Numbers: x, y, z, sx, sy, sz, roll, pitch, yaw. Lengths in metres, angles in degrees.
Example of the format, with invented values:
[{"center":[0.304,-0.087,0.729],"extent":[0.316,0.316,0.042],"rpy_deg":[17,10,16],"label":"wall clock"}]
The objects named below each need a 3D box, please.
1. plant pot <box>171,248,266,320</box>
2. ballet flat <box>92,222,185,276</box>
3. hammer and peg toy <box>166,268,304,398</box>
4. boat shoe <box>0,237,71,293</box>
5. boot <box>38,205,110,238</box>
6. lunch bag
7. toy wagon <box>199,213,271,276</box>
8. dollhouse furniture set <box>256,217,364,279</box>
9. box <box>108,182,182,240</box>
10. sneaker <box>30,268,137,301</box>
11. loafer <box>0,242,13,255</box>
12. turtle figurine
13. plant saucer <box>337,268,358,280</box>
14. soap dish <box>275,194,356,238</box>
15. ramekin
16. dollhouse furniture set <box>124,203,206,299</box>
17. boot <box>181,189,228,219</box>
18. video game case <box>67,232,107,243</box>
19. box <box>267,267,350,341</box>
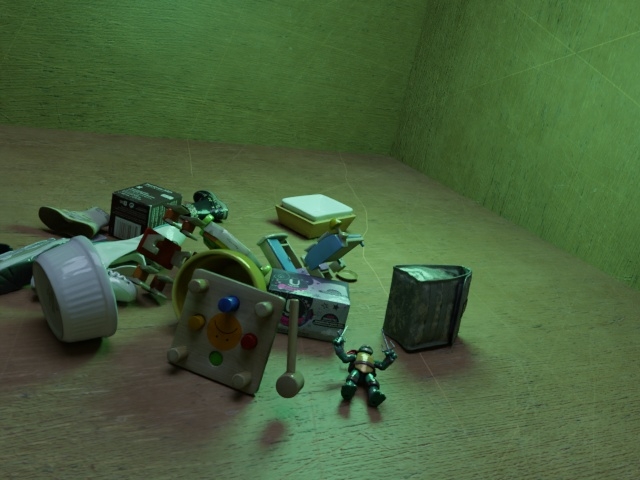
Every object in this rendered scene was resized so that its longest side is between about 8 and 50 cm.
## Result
[{"center":[-0.264,0.147,1.842],"extent":[0.254,0.254,0.239],"rpy_deg":[16,5,9],"label":"plant pot"},{"center":[-0.578,0.049,2.085],"extent":[0.139,0.139,0.400],"rpy_deg":[27,29,35],"label":"ballet flat"},{"center":[-0.185,0.235,1.602],"extent":[0.361,0.266,0.127],"rpy_deg":[17,3,14],"label":"hammer and peg toy"},{"center":[-0.846,0.059,1.888],"extent":[0.103,0.118,0.320],"rpy_deg":[25,31,23],"label":"boat shoe"},{"center":[-0.859,-0.081,2.264],"extent":[0.213,0.077,0.165],"rpy_deg":[20,21,4],"label":"boot"},{"center":[0.362,0.202,2.037],"extent":[0.287,0.235,0.169],"rpy_deg":[-2,20,-33],"label":"lunch bag"},{"center":[-0.294,0.044,2.153],"extent":[0.267,0.068,0.344],"rpy_deg":[41,-15,-1],"label":"toy wagon"},{"center":[0.000,0.000,2.132],"extent":[0.198,0.303,0.286],"rpy_deg":[59,28,14],"label":"dollhouse furniture set"},{"center":[-0.634,-0.095,2.332],"extent":[0.168,0.167,0.203],"rpy_deg":[19,21,16],"label":"box"},{"center":[-0.673,0.136,1.830],"extent":[0.292,0.110,0.118],"rpy_deg":[15,45,-10],"label":"sneaker"},{"center":[-1.026,0.029,1.954],"extent":[0.170,0.062,0.061],"rpy_deg":[10,-2,-16],"label":"loafer"},{"center":[0.119,0.332,1.730],"extent":[0.175,0.118,0.234],"rpy_deg":[0,35,7],"label":"turtle figurine"},{"center":[0.098,0.130,2.386],"extent":[0.083,0.015,0.083],"rpy_deg":[11,20,-4],"label":"plant saucer"},{"center":[-0.024,-0.106,2.789],"extent":[0.229,0.118,0.291],"rpy_deg":[27,25,34],"label":"soap dish"},{"center":[-0.627,0.134,1.627],"extent":[0.127,0.272,0.273],"rpy_deg":[-20,36,-35],"label":"ramekin"},{"center":[-0.458,0.049,1.984],"extent":[0.135,0.262,0.259],"rpy_deg":[12,-19,39],"label":"dollhouse furniture set"},{"center":[-0.512,-0.144,2.654],"extent":[0.179,0.085,0.236],"rpy_deg":[-9,30,-40],"label":"boot"},{"center":[-0.820,-0.018,2.246],"extent":[0.122,0.011,0.087],"rpy_deg":[23,23,27],"label":"video game case"},{"center":[-0.044,0.195,1.953],"extent":[0.247,0.142,0.163],"rpy_deg":[11,20,-4],"label":"box"}]
